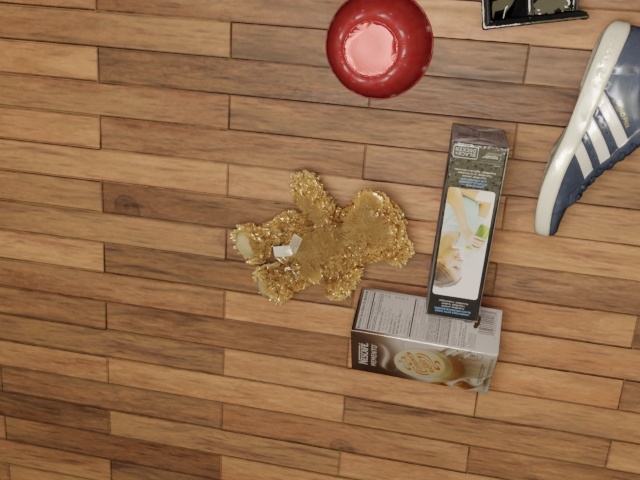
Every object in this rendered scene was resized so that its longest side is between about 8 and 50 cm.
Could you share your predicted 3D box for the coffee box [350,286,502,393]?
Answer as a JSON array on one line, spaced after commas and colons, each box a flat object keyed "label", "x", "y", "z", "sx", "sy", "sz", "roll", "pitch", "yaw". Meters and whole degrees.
[{"label": "coffee box", "x": 0.182, "y": 0.175, "z": 1.344, "sx": 0.246, "sy": 0.098, "sz": 0.141, "roll": 9, "pitch": 142, "yaw": 10}]

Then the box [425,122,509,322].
[{"label": "box", "x": 0.236, "y": -0.033, "z": 1.257, "sx": 0.087, "sy": 0.169, "sz": 0.290, "roll": 9, "pitch": 108, "yaw": 7}]

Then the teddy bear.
[{"label": "teddy bear", "x": 0.000, "y": 0.000, "z": 1.364, "sx": 0.338, "sy": 0.113, "sz": 0.245, "roll": -38, "pitch": 91, "yaw": 29}]

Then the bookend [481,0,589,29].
[{"label": "bookend", "x": 0.320, "y": -0.407, "z": 1.163, "sx": 0.157, "sy": 0.072, "sz": 0.156, "roll": -2, "pitch": 107, "yaw": 13}]

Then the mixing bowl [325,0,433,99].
[{"label": "mixing bowl", "x": 0.088, "y": -0.310, "z": 1.233, "sx": 0.181, "sy": 0.098, "sz": 0.181, "roll": 4, "pitch": 109, "yaw": 10}]

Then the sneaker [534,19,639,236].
[{"label": "sneaker", "x": 0.447, "y": -0.151, "z": 1.188, "sx": 0.148, "sy": 0.131, "sz": 0.350, "roll": 21, "pitch": 111, "yaw": 10}]
